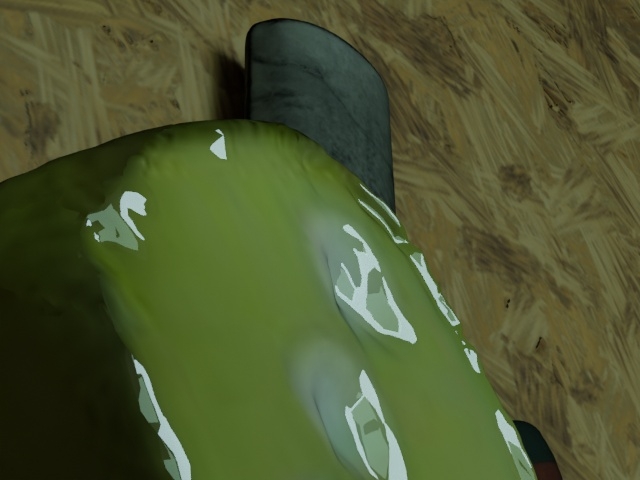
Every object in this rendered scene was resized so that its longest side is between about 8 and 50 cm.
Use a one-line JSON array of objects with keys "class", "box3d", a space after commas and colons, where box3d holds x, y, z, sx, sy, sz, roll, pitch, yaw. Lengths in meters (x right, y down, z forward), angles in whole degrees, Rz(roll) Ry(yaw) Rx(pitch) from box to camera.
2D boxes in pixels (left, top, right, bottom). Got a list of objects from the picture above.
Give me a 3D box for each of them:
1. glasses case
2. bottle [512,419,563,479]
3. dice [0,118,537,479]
[{"class": "glasses case", "box3d": [0.000, 0.000, 1.085, 0.114, 0.060, 0.299, 36, 35, -33]}, {"class": "bottle", "box3d": [0.109, 0.263, 0.902, 0.144, 0.144, 0.336, -1, 61, -54]}, {"class": "dice", "box3d": [-0.067, 0.107, 0.727, 0.233, 0.227, 0.238, -9, 68, -57]}]
